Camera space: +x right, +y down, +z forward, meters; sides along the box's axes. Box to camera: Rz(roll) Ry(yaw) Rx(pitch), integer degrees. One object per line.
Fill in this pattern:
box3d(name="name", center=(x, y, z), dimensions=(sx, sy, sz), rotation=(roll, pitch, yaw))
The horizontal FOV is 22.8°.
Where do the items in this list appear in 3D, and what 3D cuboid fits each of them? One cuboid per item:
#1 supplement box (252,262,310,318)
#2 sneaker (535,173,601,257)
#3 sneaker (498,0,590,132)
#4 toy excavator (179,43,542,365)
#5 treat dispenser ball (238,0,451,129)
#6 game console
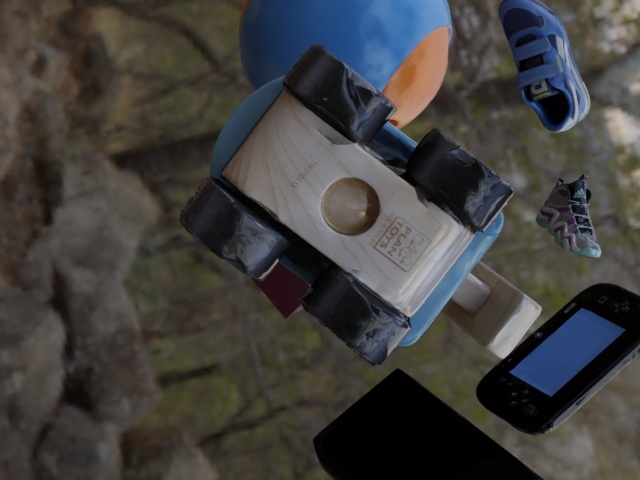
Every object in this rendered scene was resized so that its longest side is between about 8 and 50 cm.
box3d(name="supplement box", center=(0.000, 0.000, 1.945), dimensions=(0.104, 0.081, 0.188), rotation=(50, 48, 4))
box3d(name="sneaker", center=(0.244, -0.029, 1.505), dimensions=(0.098, 0.038, 0.069), rotation=(47, -58, 53))
box3d(name="sneaker", center=(0.212, -0.168, 1.517), dimensions=(0.144, 0.053, 0.059), rotation=(59, 38, -15))
box3d(name="toy excavator", center=(0.080, -0.010, 1.704), dimensions=(0.433, 0.222, 0.445), rotation=(36, 4, -6))
box3d(name="treat dispenser ball", center=(0.033, -0.273, 2.127), dimensions=(0.288, 0.288, 0.288), rotation=(-15, 90, -84))
box3d(name="game console", center=(0.184, 0.158, 1.590), dimensions=(0.213, 0.361, 0.044), rotation=(35, -25, 40))
